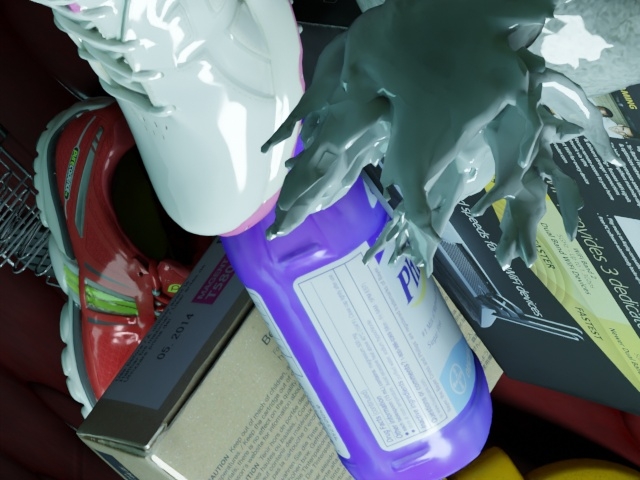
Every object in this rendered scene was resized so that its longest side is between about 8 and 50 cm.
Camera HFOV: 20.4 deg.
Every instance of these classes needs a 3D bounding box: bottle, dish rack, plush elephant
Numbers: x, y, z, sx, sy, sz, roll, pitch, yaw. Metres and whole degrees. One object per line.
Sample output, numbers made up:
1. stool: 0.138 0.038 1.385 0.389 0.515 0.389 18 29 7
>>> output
1. bottle: 0.000 0.000 0.968 0.283 0.092 0.118 62 -168 -20
2. dish rack: -0.294 -0.032 1.502 0.208 0.074 0.271 7 147 52
3. plush elephant: 0.079 -0.134 0.486 0.272 0.330 0.255 27 178 1

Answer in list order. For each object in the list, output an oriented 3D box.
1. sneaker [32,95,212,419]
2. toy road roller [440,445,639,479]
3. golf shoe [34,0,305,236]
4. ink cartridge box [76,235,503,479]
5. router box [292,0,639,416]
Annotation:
1. sneaker: -0.118 0.037 1.228 0.118 0.107 0.279 -3 108 48
2. toy road roller: 0.113 0.211 1.277 0.329 0.240 0.202 57 162 14
3. golf shoe: -0.092 -0.125 0.770 0.115 0.140 0.306 20 130 41
4. ink cartridge box: -0.006 0.087 1.097 0.088 0.235 0.193 5 143 53
5. router box: 0.137 -0.022 0.860 0.243 0.081 0.309 14 151 44
